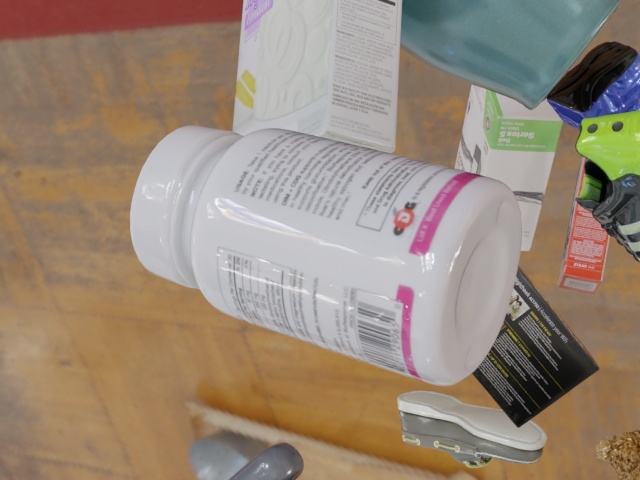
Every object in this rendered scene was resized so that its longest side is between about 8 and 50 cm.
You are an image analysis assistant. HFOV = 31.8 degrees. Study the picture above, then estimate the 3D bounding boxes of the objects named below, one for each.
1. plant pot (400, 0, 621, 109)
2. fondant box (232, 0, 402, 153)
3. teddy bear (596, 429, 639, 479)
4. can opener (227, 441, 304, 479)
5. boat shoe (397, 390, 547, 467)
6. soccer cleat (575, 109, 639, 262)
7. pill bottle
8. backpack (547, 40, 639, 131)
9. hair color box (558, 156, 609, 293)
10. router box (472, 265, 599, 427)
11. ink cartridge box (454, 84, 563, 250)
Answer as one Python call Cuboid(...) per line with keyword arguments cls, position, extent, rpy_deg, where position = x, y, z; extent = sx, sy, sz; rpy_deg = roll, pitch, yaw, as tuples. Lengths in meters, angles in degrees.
Cuboid(cls="plant pot", position=(0.222, -0.307, 1.403), extent=(0.255, 0.271, 0.271), rpy_deg=(38, 137, 2))
Cuboid(cls="fondant box", position=(-0.006, -0.236, 1.305), extent=(0.096, 0.330, 0.238), rpy_deg=(13, 162, -28))
Cuboid(cls="teddy bear", position=(0.572, 0.387, 1.741), extent=(0.245, 0.338, 0.113), rpy_deg=(4, 110, -1))
Cuboid(cls="can opener", position=(-0.100, 0.250, 0.832), extent=(0.280, 0.093, 0.074), rpy_deg=(-45, 76, 22))
Cuboid(cls="boat shoe", position=(0.258, 0.336, 1.935), extent=(0.305, 0.109, 0.091), rpy_deg=(11, 105, 45))
Cuboid(cls="soccer cleat", position=(0.188, -0.018, 0.640), extent=(0.072, 0.060, 0.179), rpy_deg=(4, 151, 25))
Cuboid(cls="pill bottle", position=(0.000, 0.000, 0.889), extent=(0.283, 0.160, 0.160), rpy_deg=(16, 132, 28))
Cuboid(cls="backpack", position=(0.383, -0.202, 1.513), extent=(0.101, 0.120, 0.098), rpy_deg=(42, 178, -39))
Cuboid(cls="hair color box", position=(0.350, -0.023, 1.460), extent=(0.053, 0.167, 0.093), rpy_deg=(12, 168, 11))
Cuboid(cls="router box", position=(0.251, 0.134, 1.442), extent=(0.133, 0.046, 0.179), rpy_deg=(-38, 103, 10))
Cuboid(cls="ink cartridge box", position=(0.314, -0.145, 1.925), extent=(0.115, 0.198, 0.272), rpy_deg=(2, 128, -6))
